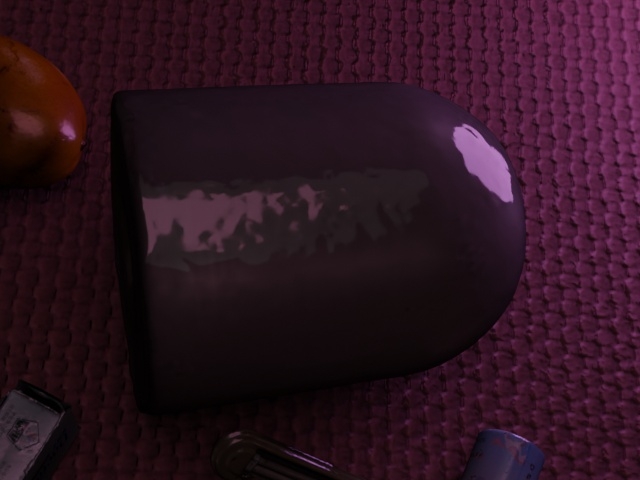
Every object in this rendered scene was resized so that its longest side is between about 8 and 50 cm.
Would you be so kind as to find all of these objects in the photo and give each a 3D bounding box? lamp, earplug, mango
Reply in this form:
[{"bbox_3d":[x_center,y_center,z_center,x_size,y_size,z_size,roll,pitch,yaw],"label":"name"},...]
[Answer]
[{"bbox_3d":[-0.043,0.348,1.249,0.203,0.124,0.283,18,61,-23],"label":"lamp"},{"bbox_3d":[0.000,0.000,1.286,0.394,0.312,0.312,-4,68,-13],"label":"earplug"},{"bbox_3d":[-0.343,-0.148,1.397,0.145,0.112,0.219,-38,75,-28],"label":"mango"}]

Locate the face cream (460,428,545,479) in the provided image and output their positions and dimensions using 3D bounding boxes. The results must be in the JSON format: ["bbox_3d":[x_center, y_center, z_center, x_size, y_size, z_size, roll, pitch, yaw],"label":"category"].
[{"bbox_3d":[0.154,0.304,1.300,0.075,0.075,0.229,25,65,2],"label":"face cream"}]

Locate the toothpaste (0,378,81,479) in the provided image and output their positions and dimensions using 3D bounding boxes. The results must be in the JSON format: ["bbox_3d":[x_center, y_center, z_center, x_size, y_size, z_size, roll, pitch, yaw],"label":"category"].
[{"bbox_3d":[-0.341,0.281,1.228,0.071,0.089,0.312,26,66,11],"label":"toothpaste"}]
